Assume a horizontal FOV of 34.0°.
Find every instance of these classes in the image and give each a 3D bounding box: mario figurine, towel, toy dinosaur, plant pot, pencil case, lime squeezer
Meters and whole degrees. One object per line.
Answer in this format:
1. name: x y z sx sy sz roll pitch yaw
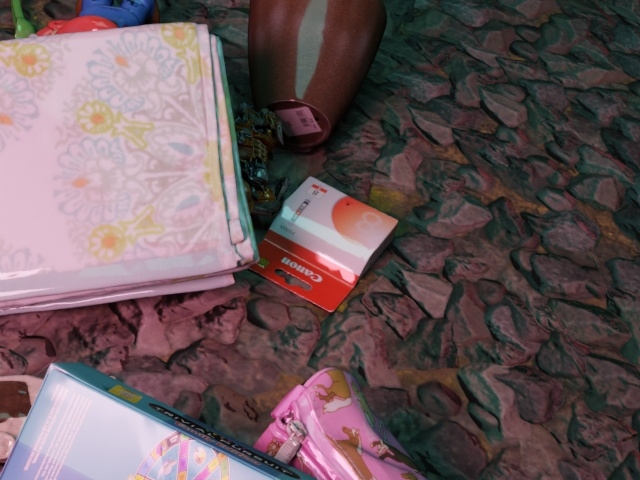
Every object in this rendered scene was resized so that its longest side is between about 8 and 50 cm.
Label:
1. mario figurine: -0.333 -0.275 1.561 0.198 0.170 0.320 -20 30 15
2. towel: -0.276 -0.085 1.230 0.374 0.090 0.320 -7 77 -8
3. toy dinosaur: -0.153 -0.078 1.360 0.218 0.164 0.322 28 30 -7
4. plant pot: -0.020 -0.259 1.557 0.215 0.215 0.230 12 56 -3
5. pencil case: 0.084 0.304 1.001 0.167 0.160 0.386 -13 50 -43
6. lime squeezer: -0.490 -0.301 1.546 0.110 0.059 0.310 38 44 -8

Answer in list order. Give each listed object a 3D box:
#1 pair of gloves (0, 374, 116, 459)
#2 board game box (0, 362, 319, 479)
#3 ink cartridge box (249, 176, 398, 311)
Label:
1. pair of gloves: -0.297 0.231 1.067 0.204 0.042 0.240 1 45 -15
2. board game box: -0.131 0.292 0.911 0.336 0.254 0.079 25 -1 10
3. ink cartridge box: 0.000 0.000 1.389 0.145 0.045 0.179 28 42 15
